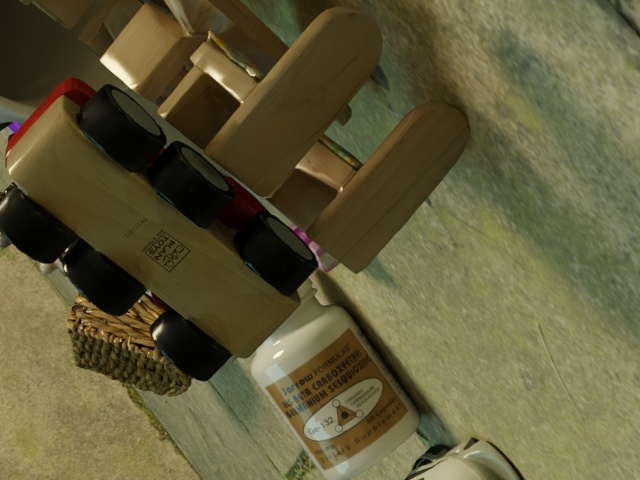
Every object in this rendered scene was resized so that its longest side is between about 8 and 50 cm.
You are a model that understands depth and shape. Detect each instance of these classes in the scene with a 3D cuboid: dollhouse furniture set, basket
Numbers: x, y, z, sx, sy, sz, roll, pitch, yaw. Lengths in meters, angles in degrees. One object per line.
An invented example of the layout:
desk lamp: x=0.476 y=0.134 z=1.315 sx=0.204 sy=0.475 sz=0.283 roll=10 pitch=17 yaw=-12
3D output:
dollhouse furniture set: x=-0.087 y=-0.233 z=1.167 sx=0.362 sy=0.256 sz=0.394 roll=41 pitch=-179 yaw=41
basket: x=-0.274 y=0.109 z=2.574 sx=0.213 sy=0.223 sz=0.299 roll=19 pitch=161 yaw=1

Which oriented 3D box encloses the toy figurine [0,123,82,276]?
toy figurine: x=-0.358 y=-0.064 z=2.183 sx=0.213 sy=0.209 sz=0.148 roll=32 pitch=167 yaw=-1

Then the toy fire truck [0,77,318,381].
toy fire truck: x=-0.138 y=-0.026 z=1.158 sx=0.217 sy=0.158 sz=0.246 roll=39 pitch=-168 yaw=-22

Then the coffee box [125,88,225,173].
coffee box: x=-0.228 y=-0.169 z=1.772 sx=0.297 sy=0.119 sz=0.168 roll=32 pitch=155 yaw=53

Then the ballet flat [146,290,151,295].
ballet flat: x=-0.189 y=0.007 z=2.023 sx=0.139 sy=0.139 sz=0.400 roll=53 pitch=165 yaw=4

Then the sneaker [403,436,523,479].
sneaker: x=0.118 y=0.308 z=1.747 sx=0.122 sy=0.146 sz=0.330 roll=49 pitch=166 yaw=11

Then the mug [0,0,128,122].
mug: x=-0.343 y=-0.296 z=1.494 sx=0.328 sy=0.374 sz=0.276 roll=3 pitch=174 yaw=45

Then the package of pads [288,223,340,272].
package of pads: x=0.000 y=0.000 z=1.594 sx=0.083 sy=0.050 sz=0.032 roll=27 pitch=149 yaw=58

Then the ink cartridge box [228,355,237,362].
ink cartridge box: x=-0.170 y=0.113 z=2.182 sx=0.145 sy=0.045 sz=0.179 roll=46 pitch=-161 yaw=3

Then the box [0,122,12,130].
box: x=-0.503 y=-0.351 z=2.082 sx=0.312 sy=0.179 sz=0.343 roll=47 pitch=164 yaw=19

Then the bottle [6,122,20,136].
bottle: x=-0.426 y=-0.188 z=2.374 sx=0.118 sy=0.092 sz=0.283 roll=44 pitch=162 yaw=19

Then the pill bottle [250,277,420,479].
pill bottle: x=-0.003 y=0.144 z=1.764 sx=0.229 sy=0.131 sz=0.131 roll=55 pitch=165 yaw=-3
